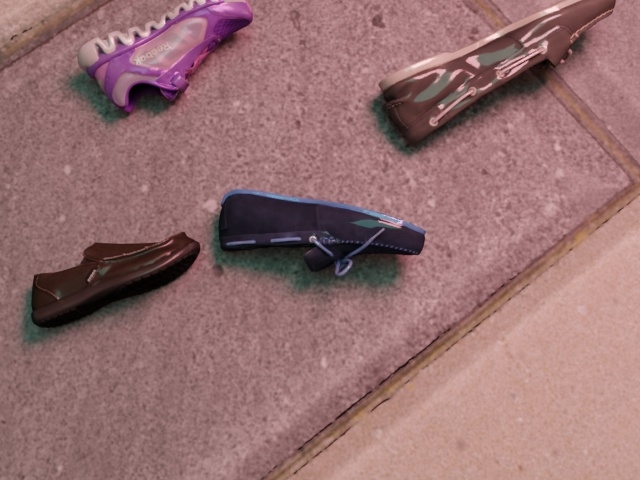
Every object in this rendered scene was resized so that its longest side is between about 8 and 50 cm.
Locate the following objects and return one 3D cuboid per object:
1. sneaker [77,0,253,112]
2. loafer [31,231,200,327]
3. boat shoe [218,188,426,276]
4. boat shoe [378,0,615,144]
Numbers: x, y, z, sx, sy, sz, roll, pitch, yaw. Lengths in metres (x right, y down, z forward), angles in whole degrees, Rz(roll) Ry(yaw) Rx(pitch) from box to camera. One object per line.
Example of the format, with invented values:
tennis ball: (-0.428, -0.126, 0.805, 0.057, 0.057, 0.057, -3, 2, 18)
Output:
sneaker: (-0.191, -0.242, 1.056, 0.237, 0.095, 0.104, -25, 84, -3)
loafer: (-0.256, 0.032, 0.981, 0.220, 0.080, 0.078, -22, 78, -7)
boat shoe: (0.000, 0.000, 1.001, 0.258, 0.109, 0.089, 8, 82, 17)
boat shoe: (0.242, -0.230, 1.061, 0.335, 0.112, 0.095, -24, 95, -2)
